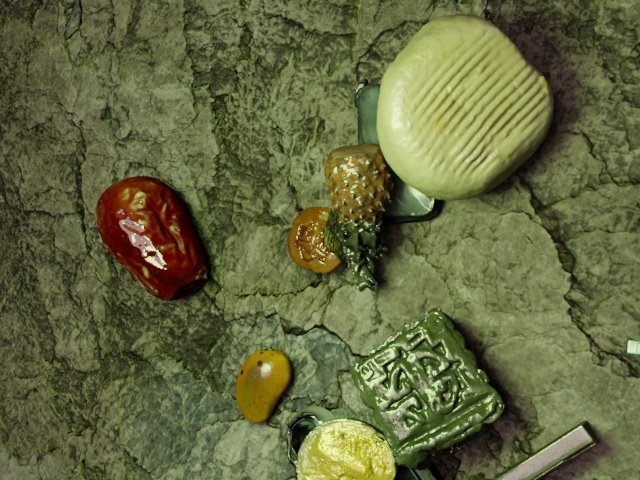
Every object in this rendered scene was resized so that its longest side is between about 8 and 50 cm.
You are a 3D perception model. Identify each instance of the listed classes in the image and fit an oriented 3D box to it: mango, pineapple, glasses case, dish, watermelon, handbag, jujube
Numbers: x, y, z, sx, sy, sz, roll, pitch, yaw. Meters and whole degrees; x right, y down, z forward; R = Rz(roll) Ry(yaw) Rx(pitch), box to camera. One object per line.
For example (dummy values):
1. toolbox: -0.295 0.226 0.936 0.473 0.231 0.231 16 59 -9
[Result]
1. mango: -0.135 0.326 1.761 0.115 0.090 0.178 36 109 20
2. pineapple: 0.084 -0.045 1.621 0.170 0.141 0.309 -146 47 -61
3. glasses case: 0.422 0.413 1.450 0.205 0.071 0.047 -39 71 18
4. dish: -0.030 0.436 1.691 0.141 0.078 0.141 -4 81 29
5. watermelon: 0.056 0.468 1.608 0.232 0.127 0.204 -6 84 17
6. handbag: 0.163 -0.201 1.679 0.192 0.075 0.332 -6 83 31
7. jujube: -0.405 -0.008 1.883 0.223 0.223 0.318 -41 75 18

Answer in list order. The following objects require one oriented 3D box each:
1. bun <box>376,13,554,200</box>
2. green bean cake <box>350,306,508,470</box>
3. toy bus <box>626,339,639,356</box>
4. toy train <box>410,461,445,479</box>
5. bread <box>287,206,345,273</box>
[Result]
1. bun: 0.272 -0.258 1.522 0.361 0.213 0.360 -1 94 -10
2. green bean cake: 0.212 0.296 1.528 0.241 0.132 0.255 -31 68 5
3. toy bus: 0.597 0.198 1.400 0.083 0.037 0.031 5 85 30
4. toy train: 0.214 0.477 1.570 0.042 0.044 0.209 -44 65 17
5. bread: -0.008 0.005 1.732 0.125 0.086 0.156 -17 74 27
